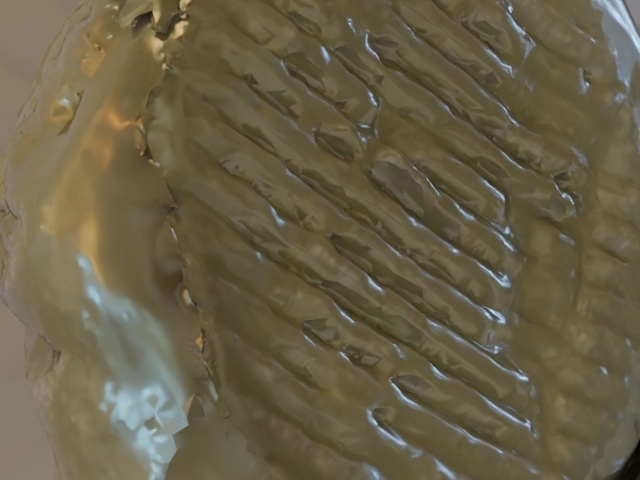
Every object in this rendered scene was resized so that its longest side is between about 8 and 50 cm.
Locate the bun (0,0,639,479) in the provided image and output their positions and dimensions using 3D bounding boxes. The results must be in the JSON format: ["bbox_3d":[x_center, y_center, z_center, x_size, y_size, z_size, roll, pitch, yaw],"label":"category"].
[{"bbox_3d":[0.000,0.000,0.837,0.360,0.211,0.359,5,-98,-39],"label":"bun"}]
